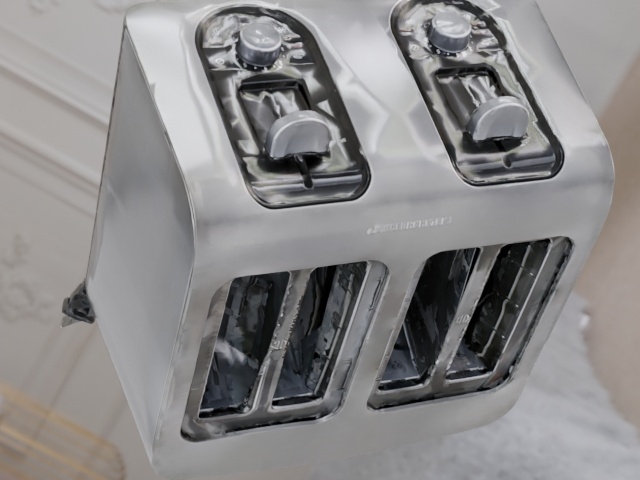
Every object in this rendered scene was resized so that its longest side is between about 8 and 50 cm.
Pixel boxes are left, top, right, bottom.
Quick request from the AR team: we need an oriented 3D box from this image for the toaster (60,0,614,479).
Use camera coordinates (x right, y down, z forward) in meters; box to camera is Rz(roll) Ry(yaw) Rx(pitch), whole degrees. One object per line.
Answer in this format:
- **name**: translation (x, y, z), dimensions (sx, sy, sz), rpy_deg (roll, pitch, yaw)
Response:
- **toaster**: translation (0.000, 0.000, 0.598), dimensions (0.185, 0.168, 0.110), rpy_deg (108, 149, -45)
